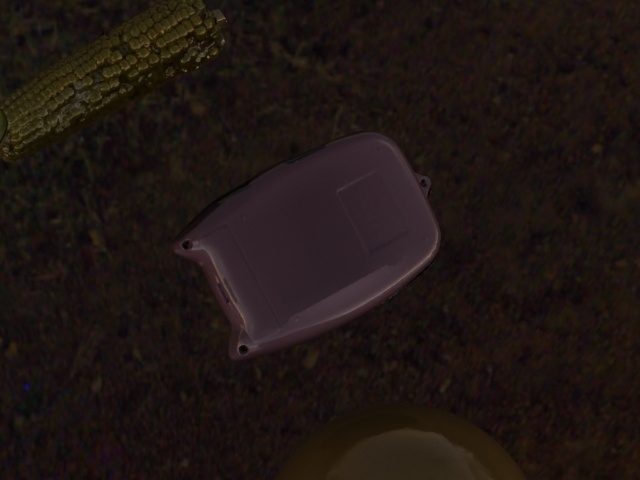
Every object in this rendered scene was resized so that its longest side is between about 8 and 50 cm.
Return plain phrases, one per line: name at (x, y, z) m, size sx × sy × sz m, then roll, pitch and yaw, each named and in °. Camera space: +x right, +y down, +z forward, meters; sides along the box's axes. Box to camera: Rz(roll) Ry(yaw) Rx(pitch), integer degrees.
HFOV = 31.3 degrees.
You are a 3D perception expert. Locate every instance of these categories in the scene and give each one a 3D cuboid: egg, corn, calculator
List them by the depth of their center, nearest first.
egg at (0.081, 0.328, 1.199) m, size 0.301 × 0.374 × 0.301 m, roll 0°, pitch 64°, yaw 0°
calculator at (0.000, 0.000, 1.254) m, size 0.294 × 0.043 × 0.194 m, roll -29°, pitch 93°, yaw -14°
corn at (-0.250, -0.197, 1.361) m, size 0.319 × 0.097 × 0.097 m, roll -33°, pitch 65°, yaw -16°

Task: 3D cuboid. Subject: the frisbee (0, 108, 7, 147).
frisbee at (-0.370, -0.056, 0.945) m, size 0.235 × 0.017 × 0.236 m, roll -13°, pitch 30°, yaw 7°
